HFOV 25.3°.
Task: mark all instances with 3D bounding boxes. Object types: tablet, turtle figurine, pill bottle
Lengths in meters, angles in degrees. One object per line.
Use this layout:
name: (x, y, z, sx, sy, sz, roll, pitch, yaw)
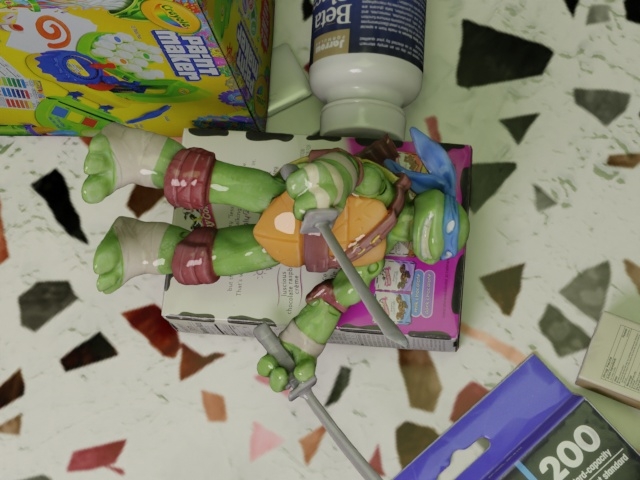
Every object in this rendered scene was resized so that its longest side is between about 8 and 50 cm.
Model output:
tablet: (-0.054, -0.129, 1.212, 0.083, 0.006, 0.054, -27, 74, -3)
turtle figurine: (-0.040, 0.021, 0.999, 0.266, 0.198, 0.275, 9, 73, 11)
pill bottle: (0.039, -0.161, 1.166, 0.094, 0.094, 0.169, 2, 75, 6)

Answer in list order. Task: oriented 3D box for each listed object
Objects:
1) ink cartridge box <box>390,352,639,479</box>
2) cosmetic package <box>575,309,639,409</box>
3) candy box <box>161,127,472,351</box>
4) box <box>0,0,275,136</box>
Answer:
ink cartridge box: (0.159, 0.222, 1.077, 0.206, 0.045, 0.208, -42, 74, -6)
cosmetic package: (0.261, 0.104, 1.101, 0.115, 0.041, 0.060, 22, 78, 11)
candy box: (0.000, 0.000, 1.138, 0.233, 0.071, 0.159, 5, 76, 6)
box: (-0.194, -0.205, 1.095, 0.279, 0.290, 0.177, 2, 75, 7)
